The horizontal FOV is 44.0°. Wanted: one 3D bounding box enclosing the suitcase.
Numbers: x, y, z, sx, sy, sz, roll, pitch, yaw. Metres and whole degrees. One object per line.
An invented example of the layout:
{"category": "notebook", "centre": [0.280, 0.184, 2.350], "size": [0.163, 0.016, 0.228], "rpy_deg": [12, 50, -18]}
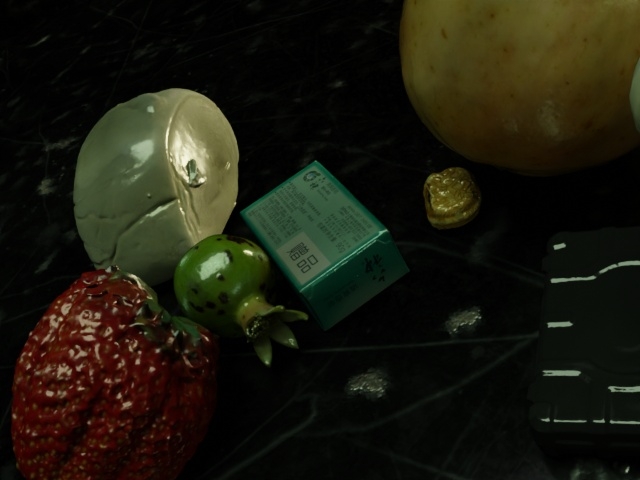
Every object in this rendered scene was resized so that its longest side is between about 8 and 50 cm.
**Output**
{"category": "suitcase", "centre": [0.341, 0.100, 0.865], "size": [0.206, 0.066, 0.285], "rpy_deg": [-5, 45, 28]}

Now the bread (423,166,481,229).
{"category": "bread", "centre": [0.191, -0.063, 1.152], "size": [0.083, 0.044, 0.111], "rpy_deg": [-17, 38, 14]}

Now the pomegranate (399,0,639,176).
{"category": "pomegranate", "centre": [0.299, -0.286, 1.058], "size": [0.411, 0.411, 0.411], "rpy_deg": [-17, 41, 16]}

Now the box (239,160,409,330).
{"category": "box", "centre": [0.000, 0.000, 1.168], "size": [0.153, 0.092, 0.245], "rpy_deg": [-35, 38, -4]}

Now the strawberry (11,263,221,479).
{"category": "strawberry", "centre": [-0.279, 0.196, 1.023], "size": [0.250, 0.238, 0.288], "rpy_deg": [22, 71, 50]}

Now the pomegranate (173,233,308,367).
{"category": "pomegranate", "centre": [-0.107, 0.074, 1.114], "size": [0.220, 0.156, 0.156], "rpy_deg": [17, 58, 28]}

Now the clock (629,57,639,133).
{"category": "clock", "centre": [0.420, -0.051, 0.625], "size": [0.342, 0.184, 0.326], "rpy_deg": [3, 66, 25]}

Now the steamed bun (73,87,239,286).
{"category": "steamed bun", "centre": [-0.292, -0.117, 1.363], "size": [0.247, 0.236, 0.383], "rpy_deg": [-15, 41, 20]}
